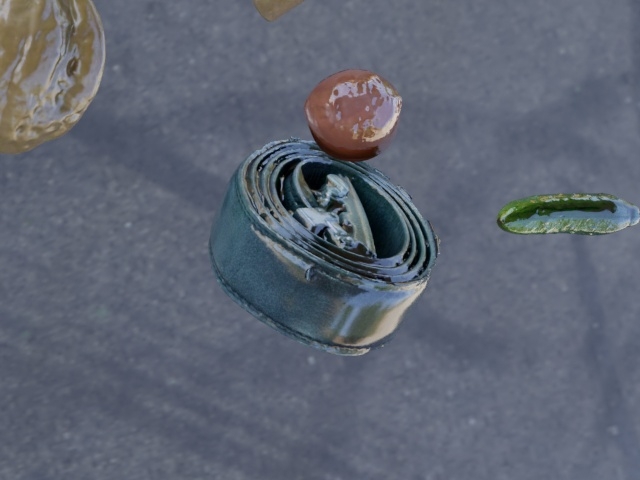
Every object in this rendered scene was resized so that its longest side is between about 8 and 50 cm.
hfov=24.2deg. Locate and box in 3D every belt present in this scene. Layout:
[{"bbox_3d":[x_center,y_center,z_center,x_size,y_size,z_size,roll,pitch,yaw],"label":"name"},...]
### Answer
[{"bbox_3d":[0.000,0.000,1.404,0.206,0.116,0.267,23,27,-10],"label":"belt"}]

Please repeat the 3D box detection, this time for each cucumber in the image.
[{"bbox_3d":[0.314,-0.033,1.856,0.250,0.056,0.056,0,74,-31],"label":"cucumber"}]

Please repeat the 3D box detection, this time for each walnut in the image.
[{"bbox_3d":[-0.391,-0.243,1.893,0.257,0.257,0.224,63,17,-7],"label":"walnut"}]

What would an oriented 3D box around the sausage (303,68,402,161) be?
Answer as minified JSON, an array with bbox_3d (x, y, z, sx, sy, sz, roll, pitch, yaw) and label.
[{"bbox_3d":[0.026,-0.100,1.195,0.194,0.077,0.077,-38,106,-89],"label":"sausage"}]

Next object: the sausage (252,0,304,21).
[{"bbox_3d":[0.036,-0.384,2.010,0.066,0.301,0.065,45,31,-38],"label":"sausage"}]
